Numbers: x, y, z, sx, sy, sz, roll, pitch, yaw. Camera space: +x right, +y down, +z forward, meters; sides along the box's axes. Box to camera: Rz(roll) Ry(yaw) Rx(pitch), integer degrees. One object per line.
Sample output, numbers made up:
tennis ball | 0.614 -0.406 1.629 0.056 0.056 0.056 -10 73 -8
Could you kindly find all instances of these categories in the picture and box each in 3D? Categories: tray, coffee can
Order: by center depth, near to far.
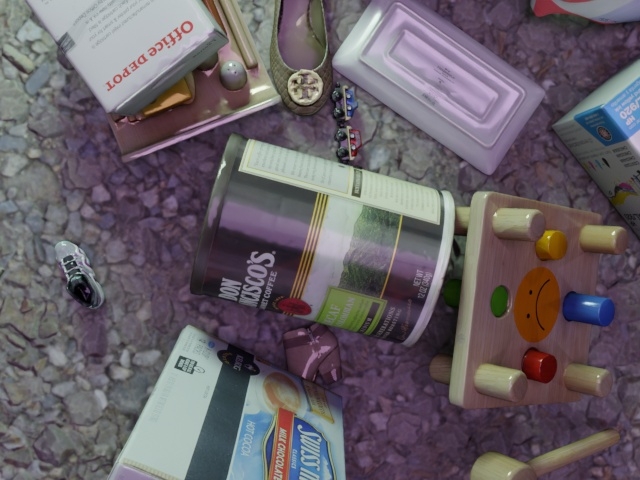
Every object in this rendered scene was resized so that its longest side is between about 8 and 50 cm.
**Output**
coffee can | 0.000 0.000 0.952 0.275 0.201 0.201 14 89 -5
tray | 0.162 -0.221 1.051 0.270 0.030 0.145 34 88 -4

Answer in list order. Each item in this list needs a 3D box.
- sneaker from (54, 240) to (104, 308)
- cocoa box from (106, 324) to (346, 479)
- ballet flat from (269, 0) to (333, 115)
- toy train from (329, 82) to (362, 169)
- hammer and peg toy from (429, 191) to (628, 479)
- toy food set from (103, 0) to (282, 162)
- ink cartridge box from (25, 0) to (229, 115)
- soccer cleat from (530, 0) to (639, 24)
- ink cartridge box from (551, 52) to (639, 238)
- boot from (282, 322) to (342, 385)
sneaker | -0.310 0.044 0.992 0.038 0.069 0.098 -34 93 -4
cocoa box | -0.116 0.289 0.853 0.228 0.347 0.231 25 102 -5
ballet flat | -0.024 -0.290 1.020 0.084 0.058 0.250 0 90 -4
toy train | 0.038 -0.132 1.042 0.036 0.027 0.158 -6 91 -8
hammer and peg toy | 0.259 0.132 0.972 0.266 0.127 0.361 6 90 -39
toy food set | -0.208 -0.276 0.987 0.220 0.092 0.306 -23 92 -5
ink cartridge box | -0.236 -0.277 0.908 0.160 0.092 0.219 -35 92 8
soccer cleat | 0.433 -0.341 1.050 0.318 0.116 0.108 0 62 -21
ink cartridge box | 0.458 -0.119 1.005 0.168 0.171 0.232 -39 93 -3
boot | -0.029 0.162 1.035 0.118 0.042 0.087 -24 86 -5
